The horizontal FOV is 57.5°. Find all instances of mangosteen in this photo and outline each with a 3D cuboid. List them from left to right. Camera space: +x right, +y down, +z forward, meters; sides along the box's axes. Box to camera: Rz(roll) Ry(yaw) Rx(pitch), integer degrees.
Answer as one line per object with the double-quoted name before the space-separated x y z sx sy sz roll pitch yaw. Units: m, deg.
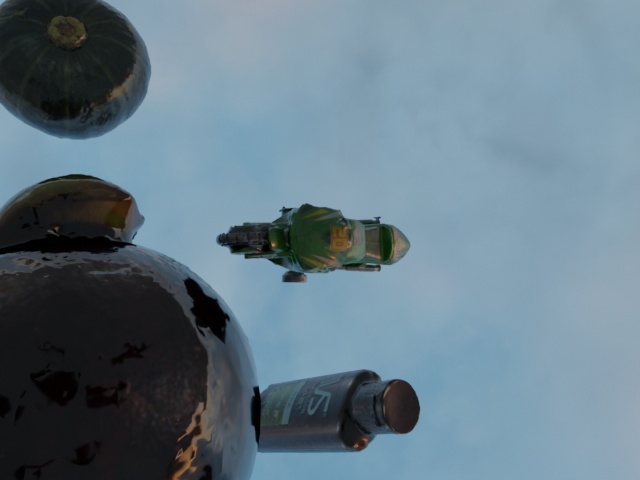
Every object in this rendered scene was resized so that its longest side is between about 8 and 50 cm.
"mangosteen" -0.210 0.113 0.445 0.306 0.307 0.347 -25 -116 -15

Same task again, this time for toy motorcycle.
"toy motorcycle" 0.000 0.000 0.519 0.106 0.190 0.074 -4 -95 34

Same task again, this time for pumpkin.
"pumpkin" -0.267 -0.188 0.620 0.167 0.125 0.167 2 -101 -11

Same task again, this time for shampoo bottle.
"shampoo bottle" 0.008 0.264 0.894 0.084 0.323 0.129 43 -127 -19
